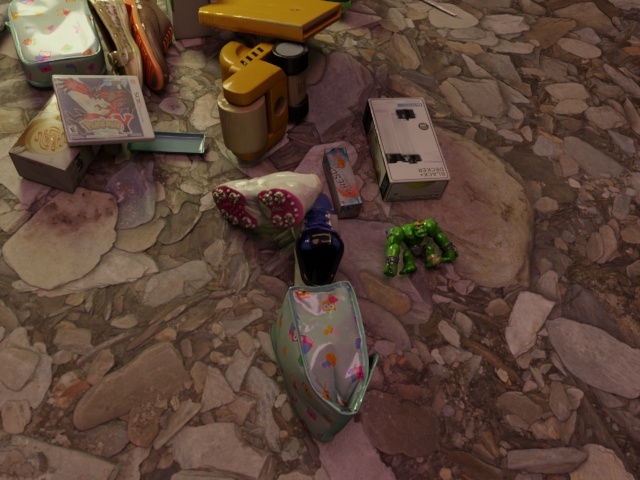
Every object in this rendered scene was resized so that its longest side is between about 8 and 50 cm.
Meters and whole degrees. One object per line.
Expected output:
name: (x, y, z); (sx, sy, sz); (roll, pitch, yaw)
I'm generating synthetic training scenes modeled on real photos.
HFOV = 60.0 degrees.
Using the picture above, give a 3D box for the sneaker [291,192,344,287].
sneaker: (0.000, 0.001, 1.248); (0.128, 0.182, 0.315); (5, 59, -8)

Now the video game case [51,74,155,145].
video game case: (-0.520, -0.317, 1.336); (0.201, 0.023, 0.183); (-11, 74, -32)

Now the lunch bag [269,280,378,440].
lunch bag: (0.006, 0.242, 1.079); (0.160, 0.223, 0.262); (-7, 61, -19)

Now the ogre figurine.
ogre figurine: (0.230, 0.013, 1.335); (0.197, 0.097, 0.118); (-17, 81, -1)

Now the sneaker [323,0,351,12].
sneaker: (-0.050, -0.924, 1.797); (0.202, 0.185, 0.483); (-35, 71, -21)

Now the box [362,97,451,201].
box: (0.225, -0.248, 1.489); (0.169, 0.087, 0.289); (-3, 60, -10)

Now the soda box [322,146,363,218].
soda box: (0.054, -0.148, 1.416); (0.058, 0.063, 0.183); (-8, 61, -13)

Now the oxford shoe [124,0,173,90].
oxford shoe: (-0.468, -0.575, 1.557); (0.133, 0.130, 0.363); (-11, 67, -30)

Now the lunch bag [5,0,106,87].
lunch bag: (-0.720, -0.548, 1.508); (0.224, 0.108, 0.279); (-17, 63, -17)

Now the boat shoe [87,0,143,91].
boat shoe: (-0.543, -0.513, 1.480); (0.089, 0.105, 0.285); (-14, 83, -32)

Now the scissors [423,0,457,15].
scissors: (0.338, -0.850, 1.908); (0.297, 0.021, 0.109); (19, 56, 5)

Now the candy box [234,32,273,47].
candy box: (-0.167, -0.672, 1.702); (0.109, 0.053, 0.187); (40, 60, 17)

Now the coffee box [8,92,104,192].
coffee box: (-0.615, -0.253, 1.351); (0.141, 0.098, 0.246); (19, 58, 0)

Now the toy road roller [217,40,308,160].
toy road roller: (-0.188, -0.391, 1.452); (0.241, 0.202, 0.329); (24, 53, 20)

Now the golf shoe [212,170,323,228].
golf shoe: (-0.122, -0.100, 1.281); (0.306, 0.115, 0.140); (8, 38, 40)

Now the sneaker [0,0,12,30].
sneaker: (-0.926, -0.584, 1.504); (0.114, 0.152, 0.305); (5, 35, 11)

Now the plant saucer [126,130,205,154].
plant saucer: (-0.397, -0.252, 1.434); (0.192, 0.018, 0.067); (2, 59, -9)

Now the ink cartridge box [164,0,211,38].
ink cartridge box: (-0.408, -0.771, 1.635); (0.117, 0.201, 0.278); (-12, 61, -16)

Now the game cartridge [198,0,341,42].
game cartridge: (-0.140, -0.630, 1.548); (0.324, 0.052, 0.285); (14, 37, 18)
